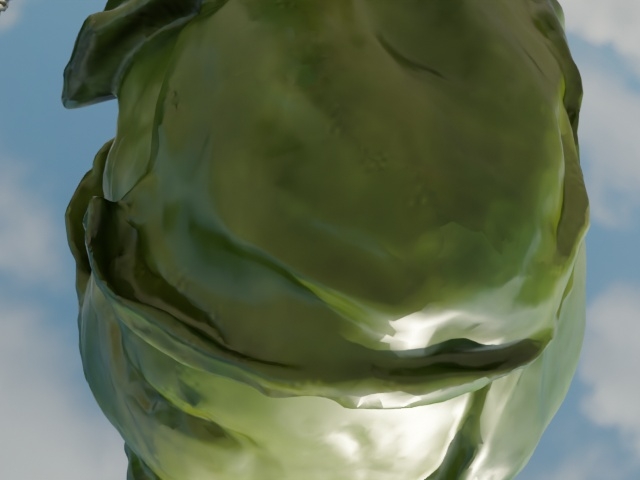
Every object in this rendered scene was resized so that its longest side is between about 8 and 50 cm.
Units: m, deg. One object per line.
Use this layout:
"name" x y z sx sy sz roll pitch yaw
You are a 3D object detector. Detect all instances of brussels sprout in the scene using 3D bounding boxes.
"brussels sprout" 0.002 -0.001 0.724 0.227 0.259 0.294 14 -145 5

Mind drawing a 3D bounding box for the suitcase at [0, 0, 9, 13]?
"suitcase" -0.326 -0.185 0.965 0.335 0.229 0.152 36 -167 -20
